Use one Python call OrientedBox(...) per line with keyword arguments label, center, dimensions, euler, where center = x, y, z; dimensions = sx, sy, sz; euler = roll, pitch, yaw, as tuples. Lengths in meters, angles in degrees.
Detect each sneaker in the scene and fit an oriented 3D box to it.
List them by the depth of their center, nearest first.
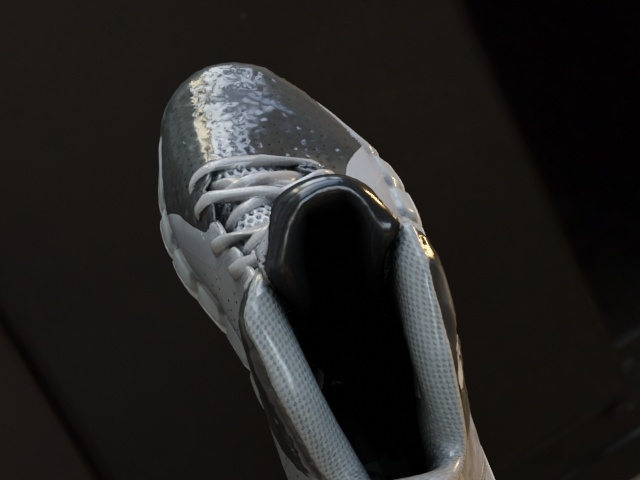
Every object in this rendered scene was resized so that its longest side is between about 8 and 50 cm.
OrientedBox(label="sneaker", center=(0.000, 0.000, 0.497), dimensions=(0.132, 0.086, 0.229), euler=(79, -13, -56))
